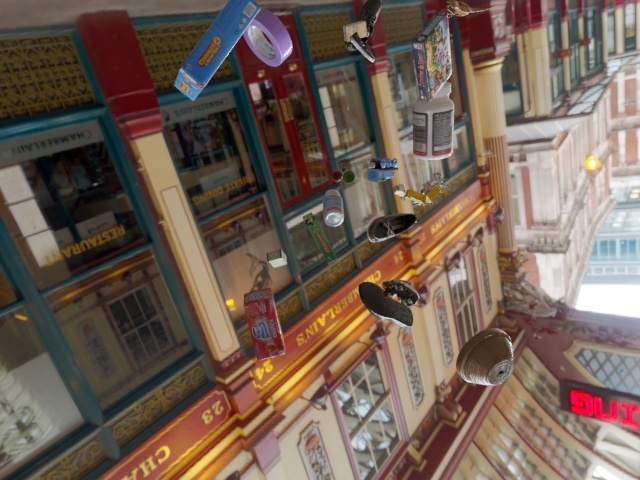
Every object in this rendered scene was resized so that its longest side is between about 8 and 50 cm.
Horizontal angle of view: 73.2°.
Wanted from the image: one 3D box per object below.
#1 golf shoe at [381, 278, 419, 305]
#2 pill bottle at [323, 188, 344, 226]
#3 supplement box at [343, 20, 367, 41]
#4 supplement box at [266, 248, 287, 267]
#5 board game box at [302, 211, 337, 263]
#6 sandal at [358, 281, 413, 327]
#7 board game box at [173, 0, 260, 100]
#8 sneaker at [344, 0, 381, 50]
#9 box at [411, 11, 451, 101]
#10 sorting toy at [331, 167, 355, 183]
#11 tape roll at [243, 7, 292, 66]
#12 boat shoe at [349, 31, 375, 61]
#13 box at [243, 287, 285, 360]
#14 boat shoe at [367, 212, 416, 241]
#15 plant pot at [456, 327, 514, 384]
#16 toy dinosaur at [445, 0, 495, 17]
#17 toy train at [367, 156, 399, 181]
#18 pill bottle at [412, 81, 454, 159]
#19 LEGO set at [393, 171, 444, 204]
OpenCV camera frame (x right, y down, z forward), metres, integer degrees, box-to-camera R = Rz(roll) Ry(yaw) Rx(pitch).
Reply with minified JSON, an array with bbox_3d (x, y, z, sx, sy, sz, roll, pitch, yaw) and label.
[{"bbox_3d":[0.397,0.228,2.034,0.120,0.106,0.272,-16,-168,-18],"label":"golf shoe"},{"bbox_3d":[0.053,-0.142,1.822,0.087,0.087,0.160,-12,-136,10],"label":"pill bottle"},{"bbox_3d":[0.152,-0.916,1.883,0.098,0.062,0.036,-22,-143,-12],"label":"supplement box"},{"bbox_3d":[-0.233,0.096,2.303,0.083,0.083,0.056,-16,-121,10],"label":"supplement box"},{"bbox_3d":[0.000,0.000,1.856,0.046,0.214,0.317,-28,176,-1],"label":"board game box"},{"bbox_3d":[0.341,0.374,2.362,0.107,0.445,0.168,-26,-138,39],"label":"sandal"},{"bbox_3d":[-0.350,-0.628,1.416,0.308,0.086,0.302,-57,-156,-5],"label":"board game box"},{"bbox_3d":[0.223,-1.016,2.034,0.101,0.268,0.106,23,-169,-39],"label":"sneaker"},{"bbox_3d":[0.382,-0.617,1.461,0.044,0.233,0.159,25,-112,33],"label":"box"},{"bbox_3d":[0.096,-0.272,1.810,0.101,0.061,0.042,8,-176,6],"label":"sorting toy"},{"bbox_3d":[-0.276,-1.042,2.217,0.090,0.275,0.274,-48,-150,-15],"label":"tape roll"},{"bbox_3d":[0.176,-0.777,1.733,0.040,0.142,0.049,-39,-145,27],"label":"boat shoe"},{"bbox_3d":[-0.230,0.342,1.771,0.122,0.257,0.128,-13,-164,-5],"label":"box"},{"bbox_3d":[0.350,-0.077,2.090,0.095,0.112,0.335,-16,-176,44],"label":"boat shoe"},{"bbox_3d":[0.634,0.453,1.597,0.237,0.238,0.110,-20,-150,-14],"label":"plant pot"},{"bbox_3d":[0.510,-0.818,1.530,0.211,0.064,0.112,-18,-141,-34],"label":"toy dinosaur"},{"bbox_3d":[0.283,-0.320,1.943,0.080,0.105,0.184,15,-161,38],"label":"toy train"},{"bbox_3d":[0.587,-0.623,2.243,0.209,0.364,0.210,-5,-153,3],"label":"pill bottle"},{"bbox_3d":[0.440,-0.211,1.965,0.286,0.132,0.107,-20,178,-26],"label":"LEGO set"}]
